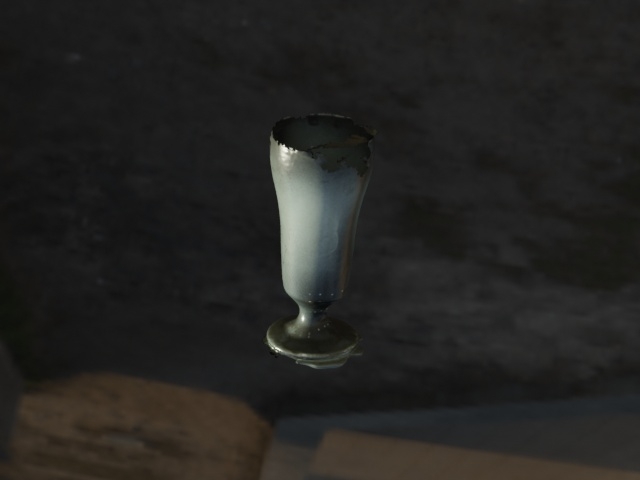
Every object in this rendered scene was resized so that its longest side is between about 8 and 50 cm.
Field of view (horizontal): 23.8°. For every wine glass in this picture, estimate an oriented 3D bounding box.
[{"bbox_3d":[0.000,0.000,0.999,0.072,0.155,0.072,2,-157,-1],"label":"wine glass"}]
